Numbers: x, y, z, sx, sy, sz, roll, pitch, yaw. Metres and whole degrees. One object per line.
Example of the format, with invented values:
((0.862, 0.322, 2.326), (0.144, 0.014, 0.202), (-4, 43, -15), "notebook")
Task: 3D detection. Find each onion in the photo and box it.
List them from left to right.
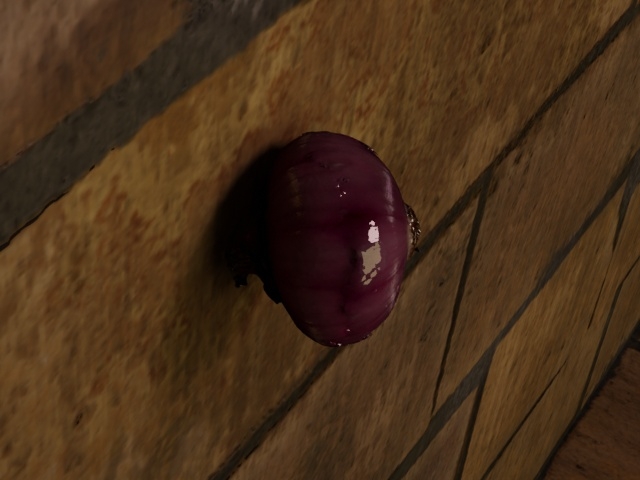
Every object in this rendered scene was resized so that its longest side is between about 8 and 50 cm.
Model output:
((0.000, 0.000, 0.704), (0.104, 0.115, 0.115), (-15, 150, -1), "onion")
